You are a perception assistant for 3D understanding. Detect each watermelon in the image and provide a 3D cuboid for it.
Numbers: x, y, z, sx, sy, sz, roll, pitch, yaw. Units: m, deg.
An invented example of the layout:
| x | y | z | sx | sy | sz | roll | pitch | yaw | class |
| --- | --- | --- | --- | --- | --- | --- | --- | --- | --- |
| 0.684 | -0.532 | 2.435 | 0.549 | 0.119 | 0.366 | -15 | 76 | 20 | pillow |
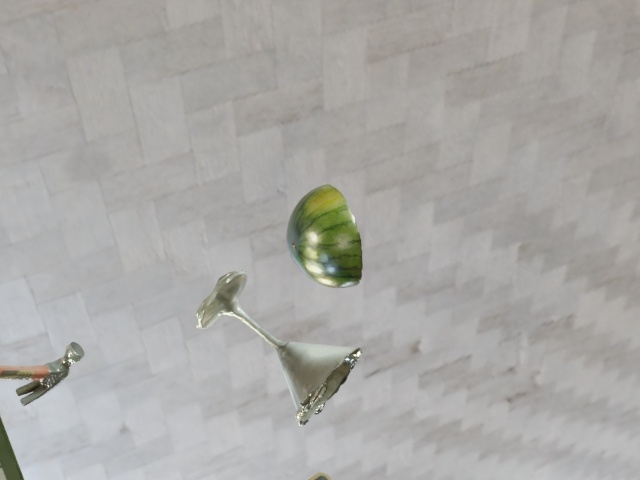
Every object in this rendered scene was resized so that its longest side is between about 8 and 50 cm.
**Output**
| x | y | z | sx | sy | sz | roll | pitch | yaw | class |
| --- | --- | --- | --- | --- | --- | --- | --- | --- | --- |
| 0.000 | 0.000 | 0.932 | 0.062 | 0.105 | 0.106 | -14 | 139 | -19 | watermelon |

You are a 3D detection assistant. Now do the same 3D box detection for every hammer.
| x | y | z | sx | sy | sz | roll | pitch | yaw | class |
| --- | --- | --- | --- | --- | --- | --- | --- | --- | --- |
| -0.457 | 0.181 | 1.312 | 0.111 | 0.033 | 0.287 | -47 | 154 | 14 | hammer |

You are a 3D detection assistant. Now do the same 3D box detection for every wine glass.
| x | y | z | sx | sy | sz | roll | pitch | yaw | class |
| --- | --- | --- | --- | --- | --- | --- | --- | --- | --- |
| -0.069 | 0.154 | 1.444 | 0.156 | 0.232 | 0.156 | -48 | 166 | -16 | wine glass |

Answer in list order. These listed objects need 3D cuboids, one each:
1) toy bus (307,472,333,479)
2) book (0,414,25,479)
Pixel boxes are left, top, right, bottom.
| x | y | z | sx | sy | sz | roll | pitch | yaw | class |
| --- | --- | --- | --- | --- | --- | --- | --- | --- | --- |
| 0.072 | 0.445 | 1.038 | 0.177 | 0.365 | 0.202 | -38 | 144 | -16 | toy bus |
| -0.484 | 0.255 | 1.151 | 0.202 | 0.027 | 0.264 | -21 | 120 | -21 | book |
